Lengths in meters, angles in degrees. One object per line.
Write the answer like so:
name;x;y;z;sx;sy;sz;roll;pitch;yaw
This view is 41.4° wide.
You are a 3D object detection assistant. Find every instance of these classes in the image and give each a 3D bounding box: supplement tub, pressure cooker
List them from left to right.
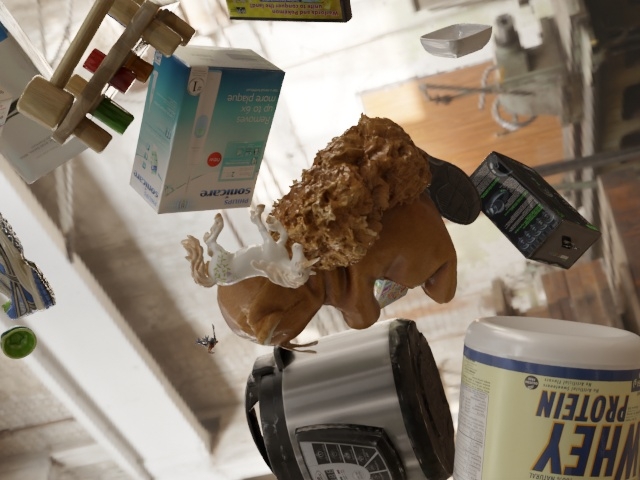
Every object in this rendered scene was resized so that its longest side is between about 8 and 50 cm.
pressure cooker;0.051;0.386;1.833;0.375;0.421;0.369;46;-148;-62
supplement tub;0.296;0.273;1.117;0.235;0.236;0.324;-4;-82;-79

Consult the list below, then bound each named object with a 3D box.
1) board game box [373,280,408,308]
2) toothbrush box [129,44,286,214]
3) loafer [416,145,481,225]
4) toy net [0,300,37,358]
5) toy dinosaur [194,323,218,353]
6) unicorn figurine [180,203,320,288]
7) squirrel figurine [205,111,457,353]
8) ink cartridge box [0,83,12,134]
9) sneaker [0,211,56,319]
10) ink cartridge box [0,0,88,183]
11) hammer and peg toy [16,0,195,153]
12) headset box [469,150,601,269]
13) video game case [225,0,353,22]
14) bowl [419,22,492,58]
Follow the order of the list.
board game box;0.147;0.063;1.640;0.026;0.103;0.154;42;135;27
toothbrush box;-0.217;-0.209;1.607;0.126;0.216;0.295;42;124;39
loafer;0.221;-0.131;1.795;0.303;0.109;0.095;30;179;-34
toy net;-0.669;0.194;1.622;0.045;0.232;0.122;37;137;47
toy dinosaur;-0.258;0.241;1.968;0.082;0.047;0.090;39;-156;-59
unicorn figurine;-0.071;0.014;0.943;0.060;0.162;0.111;44;-153;-55
squirrel figurine;0.000;0.000;1.344;0.281;0.371;0.397;54;161;30
ink cartridge box;-0.604;-0.212;1.448;0.067;0.198;0.115;45;-140;13
sneaker;-0.318;0.021;0.830;0.135;0.058;0.052;61;170;-13
ink cartridge box;-0.641;-0.345;1.651;0.285;0.166;0.395;54;174;40
hammer and peg toy;-0.308;-0.262;1.277;0.127;0.266;0.361;36;-168;-12
headset box;0.527;-0.064;2.100;0.246;0.131;0.283;13;-147;-50
video game case;-0.083;-0.541;1.623;0.035;0.275;0.248;-52;-39;-43
bowl;0.323;-0.474;2.019;0.142;0.142;0.053;24;132;51
